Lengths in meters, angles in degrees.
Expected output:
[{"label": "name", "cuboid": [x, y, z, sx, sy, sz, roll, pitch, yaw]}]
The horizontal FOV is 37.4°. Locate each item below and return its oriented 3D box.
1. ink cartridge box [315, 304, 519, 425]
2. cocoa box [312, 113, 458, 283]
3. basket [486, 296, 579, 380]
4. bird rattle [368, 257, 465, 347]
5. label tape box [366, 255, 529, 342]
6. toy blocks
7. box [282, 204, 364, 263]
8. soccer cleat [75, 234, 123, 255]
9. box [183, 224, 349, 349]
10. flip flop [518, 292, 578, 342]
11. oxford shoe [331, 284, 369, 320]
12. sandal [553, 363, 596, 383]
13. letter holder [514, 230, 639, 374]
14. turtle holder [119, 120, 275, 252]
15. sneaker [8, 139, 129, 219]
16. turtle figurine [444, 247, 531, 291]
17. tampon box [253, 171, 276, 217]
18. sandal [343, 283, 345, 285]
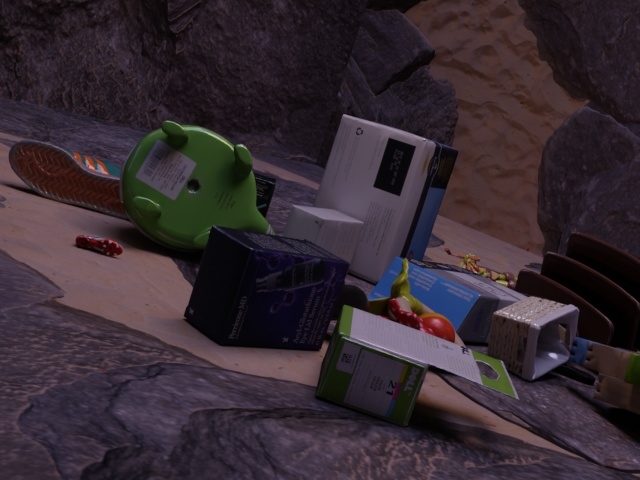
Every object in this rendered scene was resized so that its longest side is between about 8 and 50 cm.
[{"label": "ink cartridge box", "cuboid": [0.133, 0.192, 1.333, 0.255, 0.097, 0.189, 20, 9, 1]}, {"label": "cocoa box", "cuboid": [0.143, -0.096, 2.250, 0.231, 0.347, 0.228, 22, 9, 26]}, {"label": "basket", "cuboid": [0.399, 0.180, 1.783, 0.103, 0.113, 0.167, 18, 21, 39]}, {"label": "bird rattle", "cuboid": [0.175, 0.145, 1.621, 0.207, 0.143, 0.253, 32, 8, -17]}, {"label": "label tape box", "cuboid": [0.259, 0.122, 1.949, 0.334, 0.105, 0.241, 9, 12, -45]}, {"label": "toy blocks", "cuboid": [0.625, 0.264, 1.697, 0.381, 0.190, 0.261, 14, -1, -19]}, {"label": "box", "cuboid": [0.000, 0.000, 2.091, 0.091, 0.130, 0.170, 25, 11, 33]}, {"label": "soccer cleat", "cuboid": [-0.384, 0.006, 1.645, 0.083, 0.029, 0.035, 12, 14, -6]}, {"label": "box", "cuboid": [-0.080, 0.075, 1.436, 0.207, 0.153, 0.108, 8, 14, -43]}, {"label": "flip flop", "cuboid": [0.448, 0.174, 2.062, 0.277, 0.112, 0.080, 20, -7, 46]}, {"label": "oxford shoe", "cuboid": [-0.020, 0.107, 1.589, 0.212, 0.076, 0.076, 6, -14, 16]}, {"label": "sandal", "cuboid": [0.462, 0.234, 1.877, 0.179, 0.040, 0.067, 20, 9, 9]}, {"label": "letter holder", "cuboid": [0.583, 0.121, 2.067, 0.152, 0.214, 0.302, -6, 25, -28]}, {"label": "turtle holder", "cuboid": [-0.236, -0.094, 1.865, 0.320, 0.243, 0.227, 2, -7, -19]}, {"label": "sneaker", "cuboid": [-0.505, -0.129, 1.992, 0.302, 0.108, 0.121, 24, 7, -16]}, {"label": "turtle figurine", "cuboid": [0.403, 0.096, 2.255, 0.217, 0.087, 0.269, 14, 9, -5]}, {"label": "tampon box", "cuboid": [-0.177, -0.074, 2.087, 0.120, 0.161, 0.101, 19, 9, -4]}, {"label": "sandal", "cuboid": [0.002, 0.087, 1.804, 0.060, 0.090, 0.219, -2, 10, 18]}]
